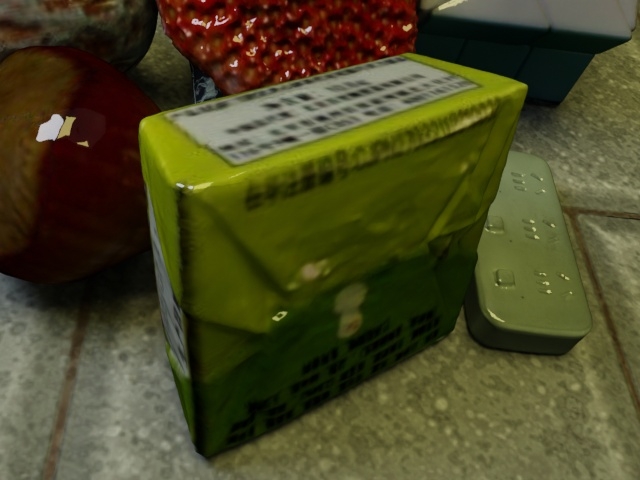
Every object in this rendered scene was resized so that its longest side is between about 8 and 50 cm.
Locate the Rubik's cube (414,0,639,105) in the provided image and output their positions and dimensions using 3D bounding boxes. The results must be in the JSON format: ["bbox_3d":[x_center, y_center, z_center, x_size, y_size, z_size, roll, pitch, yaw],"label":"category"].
[{"bbox_3d":[0.240,-0.392,0.942,0.387,0.358,0.368,7,92,-7],"label":"Rubik's cube"}]

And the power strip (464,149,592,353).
[{"bbox_3d":[0.186,-0.003,0.779,0.193,0.059,0.265,7,51,-8],"label":"power strip"}]

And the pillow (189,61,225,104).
[{"bbox_3d":[-0.098,-0.177,0.859,0.141,0.055,0.208,4,50,-22],"label":"pillow"}]

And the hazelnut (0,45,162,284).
[{"bbox_3d":[-0.226,-0.071,0.651,0.229,0.230,0.230,7,50,-8],"label":"hazelnut"}]

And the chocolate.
[{"bbox_3d":[0.000,0.000,0.590,0.300,0.289,0.137,-21,48,-28],"label":"chocolate"}]

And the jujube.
[{"bbox_3d":[-0.332,-0.248,0.750,0.307,0.246,0.216,-16,98,-18],"label":"jujube"}]

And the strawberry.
[{"bbox_3d":[-0.032,-0.281,0.787,0.311,0.267,0.352,-17,99,-13],"label":"strawberry"}]
